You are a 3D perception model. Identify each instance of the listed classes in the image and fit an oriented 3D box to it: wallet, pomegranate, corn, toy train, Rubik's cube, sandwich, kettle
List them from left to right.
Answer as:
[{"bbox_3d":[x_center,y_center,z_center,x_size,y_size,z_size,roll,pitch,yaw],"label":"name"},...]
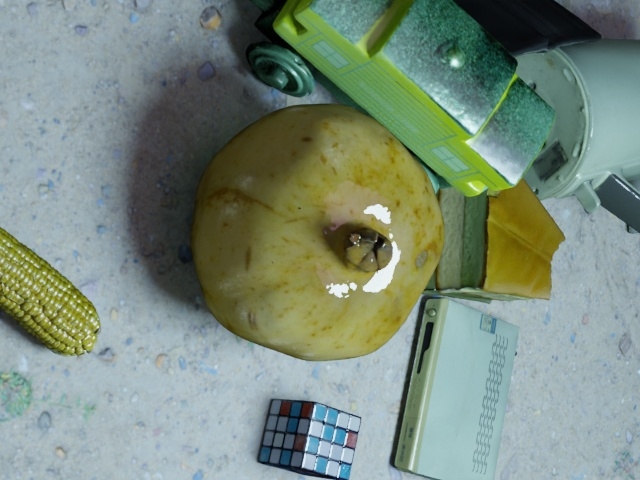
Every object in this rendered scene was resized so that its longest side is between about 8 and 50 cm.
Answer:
[{"bbox_3d":[-0.340,0.052,1.484,0.238,0.080,0.080,47,60,-31],"label":"corn"},{"bbox_3d":[-0.014,0.270,1.749,0.092,0.092,0.092,23,73,-38],"label":"Rubik's cube"},{"bbox_3d":[0.000,0.000,1.616,0.343,0.343,0.342,2,87,-41],"label":"pomegranate"},{"bbox_3d":[0.105,-0.218,1.711,0.442,0.272,0.179,39,69,-18],"label":"toy train"},{"bbox_3d":[0.245,-0.344,1.870,0.323,0.247,0.041,-17,141,-49],"label":"wallet"},{"bbox_3d":[0.259,-0.023,1.963,0.198,0.155,0.227,10,81,-42],"label":"sandwich"},{"bbox_3d":[0.460,-0.165,2.049,0.377,0.250,0.361,-11,61,-44],"label":"kettle"}]

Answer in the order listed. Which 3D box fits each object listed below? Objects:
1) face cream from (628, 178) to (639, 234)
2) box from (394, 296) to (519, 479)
[{"bbox_3d":[0.592,-0.136,2.306,0.077,0.077,0.250,4,86,-41],"label":"face cream"},{"bbox_3d":[0.214,0.239,1.981,0.211,0.045,0.270,21,74,-39],"label":"box"}]
